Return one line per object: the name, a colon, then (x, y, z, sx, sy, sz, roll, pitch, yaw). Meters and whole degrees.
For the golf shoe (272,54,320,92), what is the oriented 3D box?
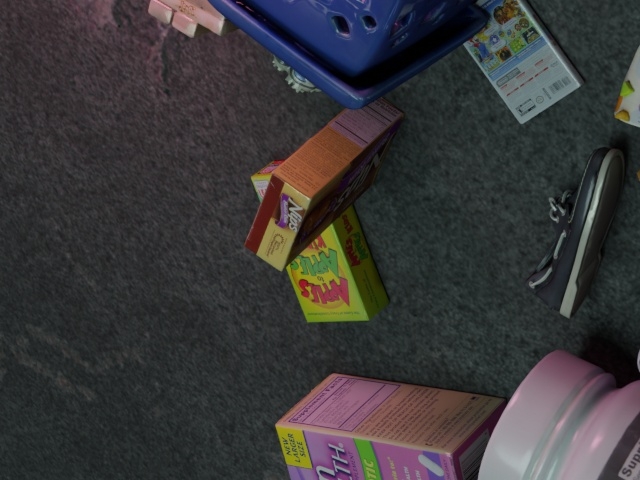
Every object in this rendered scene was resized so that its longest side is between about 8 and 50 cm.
golf shoe: (-0.037, -0.236, 1.854, 0.176, 0.069, 0.086, 47, 112, 6)

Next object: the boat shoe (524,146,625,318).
boat shoe: (0.240, -0.012, 1.747, 0.065, 0.075, 0.206, 28, 137, 19)

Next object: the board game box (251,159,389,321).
board game box: (0.000, 0.000, 1.979, 0.092, 0.043, 0.181, -4, 114, 41)

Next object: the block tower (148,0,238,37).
block tower: (-0.065, -0.354, 1.719, 0.091, 0.097, 0.335, 32, 123, 21)

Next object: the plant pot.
plant pot: (0.037, -0.268, 1.634, 0.236, 0.236, 0.212, 38, 139, 19)

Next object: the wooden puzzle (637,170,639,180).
wooden puzzle: (0.326, -0.060, 1.668, 0.083, 0.006, 0.049, -3, 74, 41)

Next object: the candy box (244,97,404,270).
candy box: (0.005, -0.062, 1.828, 0.053, 0.187, 0.109, 35, 134, 13)

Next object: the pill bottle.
pill bottle: (0.347, 0.261, 1.743, 0.361, 0.204, 0.204, 28, 132, 24)

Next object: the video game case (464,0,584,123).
video game case: (0.186, -0.179, 1.726, 0.122, 0.011, 0.087, 54, 138, -3)

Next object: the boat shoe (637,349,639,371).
boat shoe: (0.402, 0.146, 1.675, 0.228, 0.076, 0.080, 17, 128, 12)

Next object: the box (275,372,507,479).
box: (0.098, 0.280, 2.029, 0.243, 0.117, 0.213, 6, 121, 38)

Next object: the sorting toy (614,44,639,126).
sorting toy: (0.305, -0.139, 1.639, 0.083, 0.045, 0.075, 20, 110, 29)
